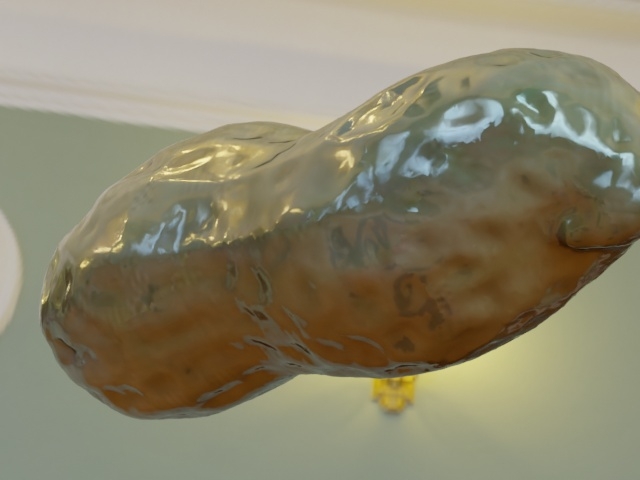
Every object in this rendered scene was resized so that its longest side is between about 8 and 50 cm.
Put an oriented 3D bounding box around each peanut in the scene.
[{"bbox_3d":[0.000,0.000,0.420,0.263,0.117,0.101,-14,-35,39],"label":"peanut"}]
